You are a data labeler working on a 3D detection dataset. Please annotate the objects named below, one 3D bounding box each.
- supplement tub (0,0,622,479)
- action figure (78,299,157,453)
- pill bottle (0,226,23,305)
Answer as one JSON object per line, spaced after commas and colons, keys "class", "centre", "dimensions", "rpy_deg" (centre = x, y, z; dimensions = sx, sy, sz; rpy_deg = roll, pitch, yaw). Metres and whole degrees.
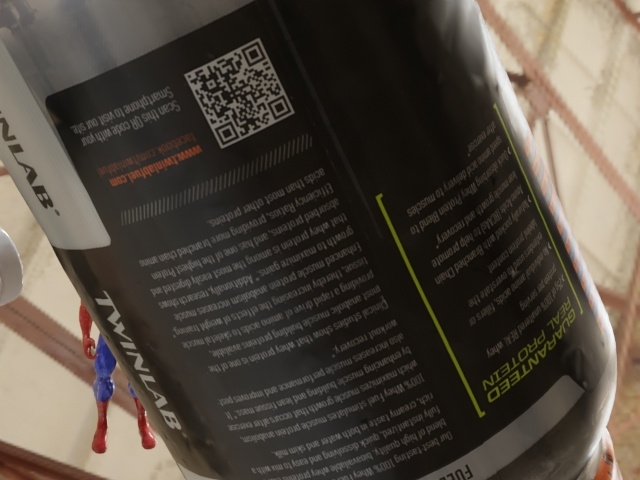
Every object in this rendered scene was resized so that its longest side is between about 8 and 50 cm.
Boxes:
{"class": "supplement tub", "centre": [0.000, 0.000, 0.523], "dimensions": [0.207, 0.207, 0.338], "rpy_deg": [-43, -65, -42]}
{"class": "action figure", "centre": [-0.222, 0.129, 1.335], "dimensions": [0.091, 0.139, 0.281], "rpy_deg": [-4, -67, -12]}
{"class": "pill bottle", "centre": [-0.317, 0.042, 0.906], "dimensions": [0.169, 0.094, 0.094], "rpy_deg": [-24, -78, -44]}
